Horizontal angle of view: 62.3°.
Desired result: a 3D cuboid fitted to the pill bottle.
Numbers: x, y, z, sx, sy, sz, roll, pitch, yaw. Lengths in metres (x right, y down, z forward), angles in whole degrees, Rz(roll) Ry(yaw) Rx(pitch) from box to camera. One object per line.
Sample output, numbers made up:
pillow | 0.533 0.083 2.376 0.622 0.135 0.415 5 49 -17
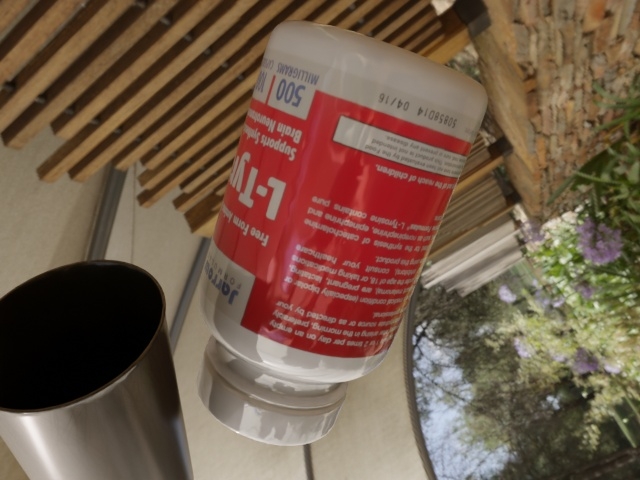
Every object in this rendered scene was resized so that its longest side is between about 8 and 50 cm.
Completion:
pill bottle | 0.000 0.000 0.579 0.229 0.407 0.229 18 -165 -5

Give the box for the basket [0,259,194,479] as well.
basket | -0.200 0.163 0.490 0.204 0.154 0.226 -128 30 -56
